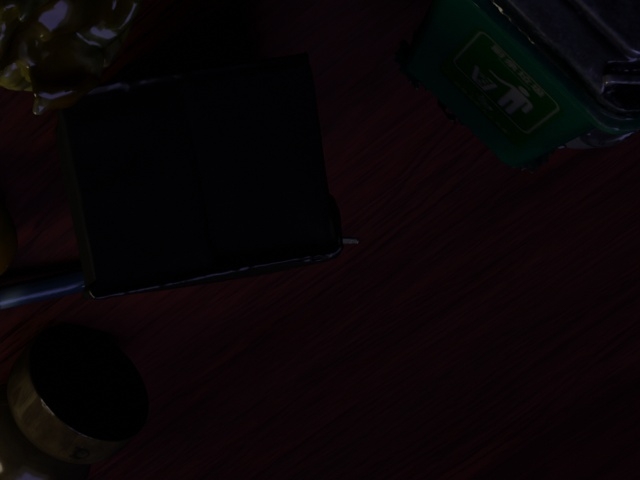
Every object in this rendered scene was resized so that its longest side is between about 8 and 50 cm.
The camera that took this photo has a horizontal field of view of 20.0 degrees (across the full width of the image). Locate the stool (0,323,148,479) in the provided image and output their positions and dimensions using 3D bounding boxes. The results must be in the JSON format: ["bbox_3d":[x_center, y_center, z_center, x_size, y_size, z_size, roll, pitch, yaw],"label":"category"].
[{"bbox_3d":[-0.366,0.254,2.352,0.179,0.179,0.264,14,135,-38],"label":"stool"}]

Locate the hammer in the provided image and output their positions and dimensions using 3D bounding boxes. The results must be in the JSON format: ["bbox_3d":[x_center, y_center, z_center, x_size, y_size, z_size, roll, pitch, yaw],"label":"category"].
[{"bbox_3d":[-0.366,0.066,2.195,0.194,0.069,0.116,-13,145,-15],"label":"hammer"}]

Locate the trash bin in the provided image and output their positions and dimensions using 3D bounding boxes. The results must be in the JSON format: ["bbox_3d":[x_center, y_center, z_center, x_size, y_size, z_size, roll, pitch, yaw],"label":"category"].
[{"bbox_3d":[0.247,-0.242,1.771,0.295,0.259,0.381,-46,-179,-17],"label":"trash bin"}]

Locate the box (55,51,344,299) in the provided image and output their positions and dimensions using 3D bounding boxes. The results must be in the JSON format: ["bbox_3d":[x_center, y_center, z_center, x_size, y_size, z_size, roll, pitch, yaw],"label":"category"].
[{"bbox_3d":[-0.137,-0.055,1.875,0.251,0.204,0.345,-10,179,-10],"label":"box"}]

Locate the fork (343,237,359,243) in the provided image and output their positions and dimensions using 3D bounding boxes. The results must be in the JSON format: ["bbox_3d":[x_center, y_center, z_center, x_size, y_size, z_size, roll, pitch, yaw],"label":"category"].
[{"bbox_3d":[-0.001,-0.001,2.310,0.115,0.012,0.016,0,146,-31],"label":"fork"}]

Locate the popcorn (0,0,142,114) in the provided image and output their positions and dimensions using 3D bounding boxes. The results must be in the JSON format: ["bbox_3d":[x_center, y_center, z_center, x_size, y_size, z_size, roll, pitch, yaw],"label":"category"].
[{"bbox_3d":[-0.268,-0.253,1.650,0.224,0.258,0.270,-15,102,3],"label":"popcorn"}]

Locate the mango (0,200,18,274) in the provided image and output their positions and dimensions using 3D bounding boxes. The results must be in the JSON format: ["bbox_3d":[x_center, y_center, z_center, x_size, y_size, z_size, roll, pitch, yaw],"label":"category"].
[{"bbox_3d":[-0.405,-0.017,2.039,0.111,0.089,0.163,-18,137,2],"label":"mango"}]

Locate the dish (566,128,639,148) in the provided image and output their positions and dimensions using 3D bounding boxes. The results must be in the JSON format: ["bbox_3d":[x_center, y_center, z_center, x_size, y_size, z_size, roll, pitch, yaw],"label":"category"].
[{"bbox_3d":[0.328,-0.175,2.145,0.236,0.086,0.228,-27,144,13],"label":"dish"}]
